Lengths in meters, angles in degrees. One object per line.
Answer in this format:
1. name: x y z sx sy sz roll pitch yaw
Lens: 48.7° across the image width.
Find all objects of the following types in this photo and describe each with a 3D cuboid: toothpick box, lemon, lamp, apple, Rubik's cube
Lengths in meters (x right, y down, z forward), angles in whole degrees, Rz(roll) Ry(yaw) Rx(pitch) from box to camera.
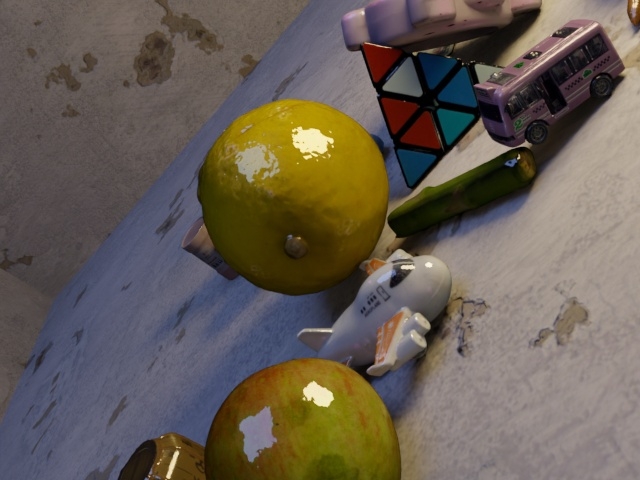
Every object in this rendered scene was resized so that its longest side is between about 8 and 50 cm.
1. toothpick box: -0.258 0.019 1.759 0.098 0.149 0.098 -42 25 24
2. lemon: -0.043 -0.072 1.194 0.348 0.348 0.348 -42 25 24
3. lamp: -0.208 0.391 1.072 0.161 0.185 0.161 -40 28 27
4. apple: -0.016 0.278 0.878 0.246 0.246 0.226 -48 42 12
5. Rubik's cube: 0.141 -0.257 1.292 0.250 0.234 0.284 -59 24 -13

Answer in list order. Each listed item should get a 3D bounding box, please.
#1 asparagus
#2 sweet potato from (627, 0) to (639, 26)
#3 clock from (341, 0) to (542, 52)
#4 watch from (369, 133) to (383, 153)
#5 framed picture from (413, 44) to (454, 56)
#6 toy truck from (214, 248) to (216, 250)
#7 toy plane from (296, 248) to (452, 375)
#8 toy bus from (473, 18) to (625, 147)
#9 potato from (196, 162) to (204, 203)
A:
1. asparagus: 0.215 -0.070 1.105 0.278 0.060 0.067 -24 55 49
2. sweet potato: 0.475 -0.356 1.055 0.034 0.034 0.095 -22 39 51
3. clock: 0.222 -0.431 1.332 0.322 0.113 0.296 -20 11 -38
4. watch: 0.010 -0.156 1.505 0.211 0.211 0.193 24 100 67
5. framed picture: 0.254 -0.442 1.636 0.195 0.010 0.199 -27 33 46
6. toy truck: -0.172 -0.034 1.708 0.080 0.115 0.177 -53 11 42
7. toy plane: 0.083 0.104 1.024 0.245 0.117 0.244 -43 23 23
8. toy bus: 0.324 -0.225 1.019 0.199 0.108 0.096 -36 23 1
9. potato: -0.222 -0.229 2.059 0.369 0.176 0.195 -45 -4 8
